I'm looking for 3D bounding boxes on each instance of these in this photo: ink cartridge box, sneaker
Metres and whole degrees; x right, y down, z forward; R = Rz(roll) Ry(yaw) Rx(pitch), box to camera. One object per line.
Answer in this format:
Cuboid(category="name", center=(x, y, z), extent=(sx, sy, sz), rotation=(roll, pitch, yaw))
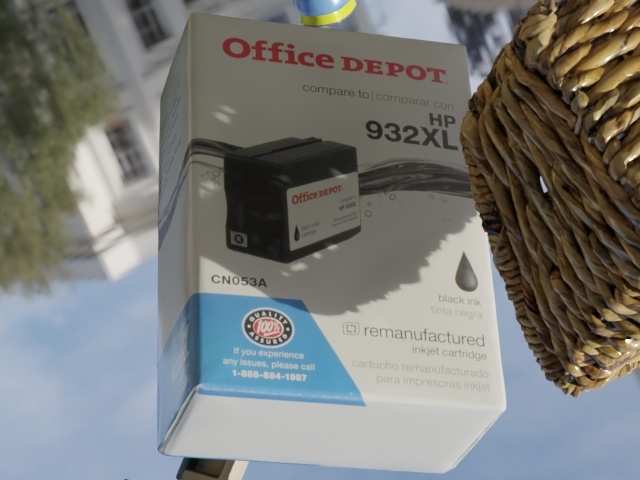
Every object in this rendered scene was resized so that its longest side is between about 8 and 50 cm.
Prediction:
Cuboid(category="ink cartridge box", center=(0.000, 0.000, 1.165), extent=(0.223, 0.129, 0.308), rotation=(5, -120, -14))
Cuboid(category="sneaker", center=(0.016, -0.304, 1.692), extent=(0.069, 0.082, 0.209), rotation=(-4, -150, 18))

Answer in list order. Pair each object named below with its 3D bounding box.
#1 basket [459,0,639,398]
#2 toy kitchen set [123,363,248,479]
Cuboid(category="basket", center=(0.233, -0.077, 1.014), extent=(0.299, 0.213, 0.223), rotation=(-28, 161, -24))
Cuboid(category="toy kitchen set", center=(-0.149, 0.203, 1.580), extent=(0.122, 0.166, 0.207), rotation=(19, -100, 26))
